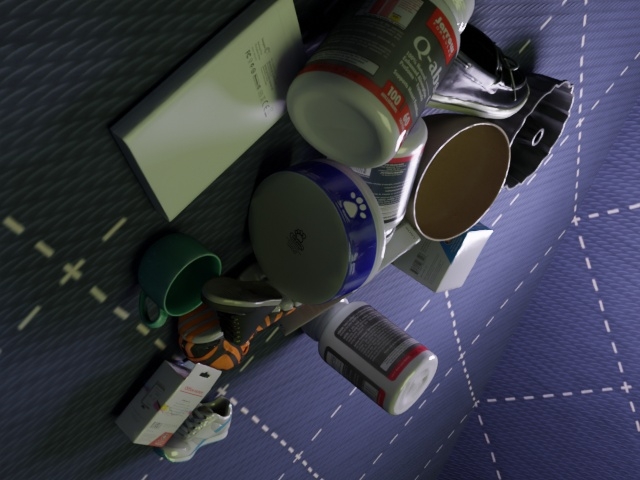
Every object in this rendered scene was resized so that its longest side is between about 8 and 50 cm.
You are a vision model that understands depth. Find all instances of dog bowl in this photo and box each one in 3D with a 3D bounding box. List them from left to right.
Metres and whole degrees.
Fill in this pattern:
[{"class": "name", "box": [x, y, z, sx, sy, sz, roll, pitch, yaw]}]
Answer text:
[{"class": "dog bowl", "box": [-0.011, -0.016, 1.668, 0.104, 0.265, 0.264, -22, 140, -44]}]

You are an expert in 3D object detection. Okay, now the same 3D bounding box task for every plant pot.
[{"class": "plant pot", "box": [0.252, -0.168, 1.961, 0.284, 0.191, 0.284, -23, 133, -28]}]

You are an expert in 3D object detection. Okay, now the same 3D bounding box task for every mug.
[{"class": "mug", "box": [-0.262, 0.059, 1.536, 0.158, 0.097, 0.129, -38, 150, -28]}]

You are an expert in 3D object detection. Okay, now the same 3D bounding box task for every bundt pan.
[{"class": "bundt pan", "box": [0.532, -0.305, 2.367, 0.331, 0.124, 0.330, -39, 151, -27]}]

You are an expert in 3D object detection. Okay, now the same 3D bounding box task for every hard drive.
[{"class": "hard drive", "box": [-0.161, -0.217, 1.430, 0.353, 0.047, 0.233, -46, 153, -17]}]

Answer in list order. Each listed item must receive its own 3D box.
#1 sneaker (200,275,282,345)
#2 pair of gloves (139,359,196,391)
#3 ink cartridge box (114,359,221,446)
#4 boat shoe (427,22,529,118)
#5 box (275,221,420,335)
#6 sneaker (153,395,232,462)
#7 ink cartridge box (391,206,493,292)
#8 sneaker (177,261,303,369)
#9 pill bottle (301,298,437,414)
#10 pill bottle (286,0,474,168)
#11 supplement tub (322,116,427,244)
[{"class": "sneaker", "box": [-0.157, 0.136, 1.595, 0.118, 0.083, 0.222, -57, 154, 11]}, {"class": "pair of gloves", "box": [-0.313, 0.315, 1.840, 0.159, 0.023, 0.198, -27, 144, -42]}, {"class": "ink cartridge box", "box": [-0.299, 0.310, 1.758, 0.198, 0.067, 0.115, -50, 154, 0]}, {"class": "boat shoe", "box": [0.323, -0.370, 1.889, 0.500, 0.187, 0.156, -5, 132, -50]}, {"class": "box", "box": [0.053, 0.088, 1.961, 0.232, 0.058, 0.322, -35, 179, -36]}, {"class": "sneaker", "box": [-0.281, 0.412, 1.951, 0.229, 0.087, 0.092, -21, 132, -58]}, {"class": "ink cartridge box", "box": [0.256, -0.011, 2.144, 0.168, 0.233, 0.171, -6, 127, -59]}, {"class": "sneaker", "box": [-0.144, 0.153, 1.815, 0.321, 0.124, 0.180, -22, 150, -18]}, {"class": "pill bottle", "box": [0.107, 0.256, 2.121, 0.176, 0.319, 0.176, -39, 150, -27]}, {"class": "pill bottle", "box": [0.114, -0.318, 1.528, 0.363, 0.210, 0.210, -57, 157, -26]}, {"class": "supplement tub", "box": [0.094, -0.135, 1.779, 0.191, 0.191, 0.272, -29, 144, -40]}]
